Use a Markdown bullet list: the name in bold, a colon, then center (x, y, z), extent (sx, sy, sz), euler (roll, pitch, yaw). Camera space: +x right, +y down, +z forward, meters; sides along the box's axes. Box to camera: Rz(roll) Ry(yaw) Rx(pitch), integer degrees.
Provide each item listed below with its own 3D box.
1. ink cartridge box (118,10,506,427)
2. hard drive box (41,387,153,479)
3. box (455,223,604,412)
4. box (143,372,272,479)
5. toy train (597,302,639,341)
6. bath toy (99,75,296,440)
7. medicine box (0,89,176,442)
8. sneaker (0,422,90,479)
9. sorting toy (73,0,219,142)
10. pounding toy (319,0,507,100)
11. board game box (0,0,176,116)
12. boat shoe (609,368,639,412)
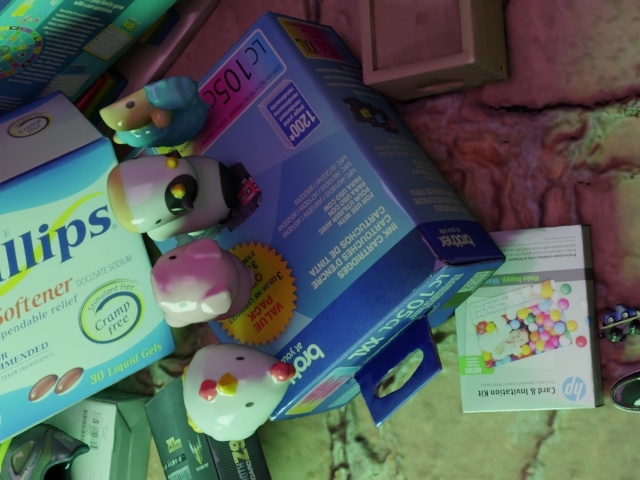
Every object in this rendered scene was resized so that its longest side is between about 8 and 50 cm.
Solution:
- **ink cartridge box**: center (0.000, 0.000, 1.783), extent (0.270, 0.151, 0.395), euler (-44, 71, 24)
- **hard drive box**: center (-0.319, 0.252, 1.983), extent (0.232, 0.089, 0.181), euler (9, 94, 24)
- **box**: center (0.211, 0.081, 1.768), extent (0.145, 0.038, 0.186), euler (-4, 89, 25)
- **box**: center (-0.116, 0.236, 1.829), extent (0.059, 0.233, 0.183), euler (-14, 82, -20)
- **toy train**: center (0.347, 0.063, 1.711), extent (0.158, 0.027, 0.036), euler (-22, 77, 23)
- **bath toy**: center (-0.115, 0.022, 1.675), extent (0.129, 0.151, 0.348), euler (-24, 80, 46)
- **medicine box**: center (-0.326, 0.034, 1.818), extent (0.149, 0.263, 0.289), euler (41, 152, 50)
- **sneaker**: center (-0.327, 0.337, 1.884), extent (0.121, 0.111, 0.300), euler (9, 97, 20)
- **sorting toy**: center (-0.292, -0.262, 1.971), extent (0.255, 0.089, 0.257), euler (45, 107, 18)
- **pounding toy**: center (0.092, -0.257, 1.799), extent (0.181, 0.094, 0.206), euler (-9, 77, 29)
- **board game box**: center (-0.300, -0.224, 1.787), extent (0.336, 0.254, 0.079), euler (-41, 74, 18)
- **boat shoe**: center (0.344, 0.148, 1.706), extent (0.125, 0.038, 0.046), euler (-5, 88, 24)
